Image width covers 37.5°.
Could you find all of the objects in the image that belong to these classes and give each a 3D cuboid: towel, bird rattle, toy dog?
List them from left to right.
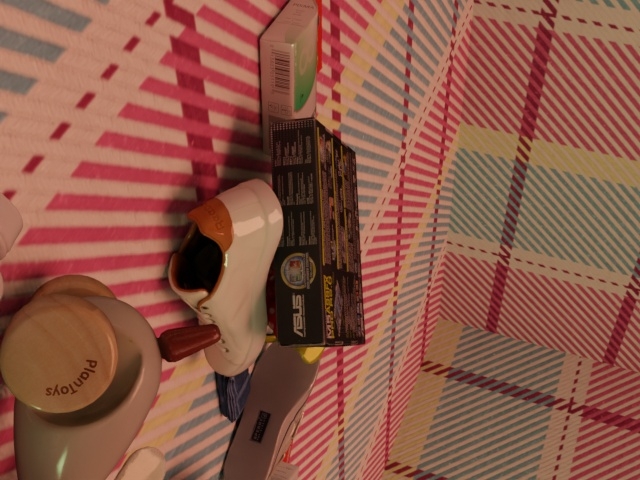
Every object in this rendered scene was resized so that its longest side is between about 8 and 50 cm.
[{"bbox_3d":[-0.163,0.177,0.760,0.220,0.160,0.334,-106,-161,-58],"label":"toy dog"},{"bbox_3d":[-0.121,0.201,1.343,0.119,0.029,0.067,88,21,-47],"label":"towel"},{"bbox_3d":[-0.063,0.064,1.327,0.253,0.143,0.207,56,33,-61],"label":"bird rattle"}]

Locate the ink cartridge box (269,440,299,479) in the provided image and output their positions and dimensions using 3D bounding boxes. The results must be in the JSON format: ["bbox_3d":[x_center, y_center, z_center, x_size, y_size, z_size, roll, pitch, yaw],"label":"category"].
[{"bbox_3d":[-0.088,0.531,1.731,0.239,0.060,0.275,-29,132,-69],"label":"ink cartridge box"}]

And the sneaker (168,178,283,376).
[{"bbox_3d":[-0.130,0.059,1.099,0.123,0.106,0.290,-22,139,-33],"label":"sneaker"}]

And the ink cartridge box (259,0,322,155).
[{"bbox_3d":[-0.016,-0.244,1.265,0.225,0.056,0.181,-59,159,-43],"label":"ink cartridge box"}]

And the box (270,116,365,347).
[{"bbox_3d":[0.000,0.000,1.193,0.216,0.060,0.270,19,68,-73],"label":"box"}]

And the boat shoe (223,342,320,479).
[{"bbox_3d":[-0.069,0.269,1.480,0.088,0.096,0.268,63,44,-75],"label":"boat shoe"}]

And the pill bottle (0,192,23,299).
[{"bbox_3d":[-0.251,0.042,0.566,0.094,0.094,0.169,82,27,-57],"label":"pill bottle"}]
